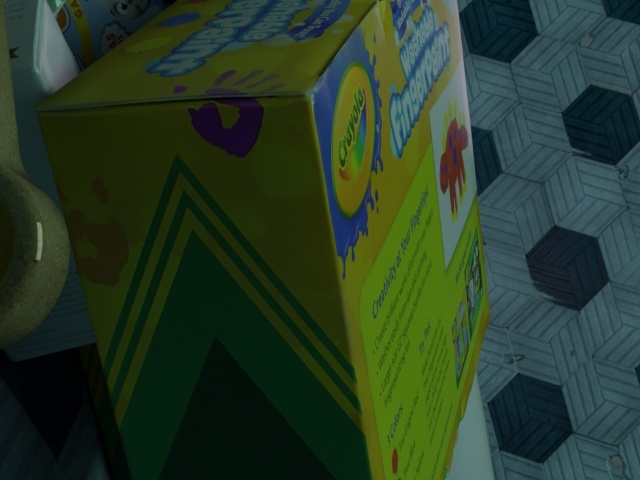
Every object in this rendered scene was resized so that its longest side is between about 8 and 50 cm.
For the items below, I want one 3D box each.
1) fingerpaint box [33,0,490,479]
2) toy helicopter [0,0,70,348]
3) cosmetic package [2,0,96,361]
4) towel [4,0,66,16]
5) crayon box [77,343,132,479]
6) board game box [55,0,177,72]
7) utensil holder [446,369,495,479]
[{"bbox_3d":[0.000,0.000,0.864,0.445,0.163,0.371,-62,146,-60],"label":"fingerpaint box"},{"bbox_3d":[-0.162,-0.126,0.560,0.140,0.235,0.355,60,17,-74],"label":"toy helicopter"},{"bbox_3d":[-0.183,-0.031,0.759,0.231,0.117,0.085,73,5,-45],"label":"cosmetic package"},{"bbox_3d":[-0.219,-0.160,0.736,0.152,0.023,0.113,45,65,-52],"label":"towel"},{"bbox_3d":[-0.149,0.069,1.056,0.203,0.083,0.323,-70,147,-82],"label":"crayon box"},{"bbox_3d":[-0.161,-0.168,0.939,0.039,0.211,0.160,9,-62,59],"label":"board game box"},{"bbox_3d":[0.044,0.187,1.541,0.327,0.327,0.385,-91,169,-69],"label":"utensil holder"}]
